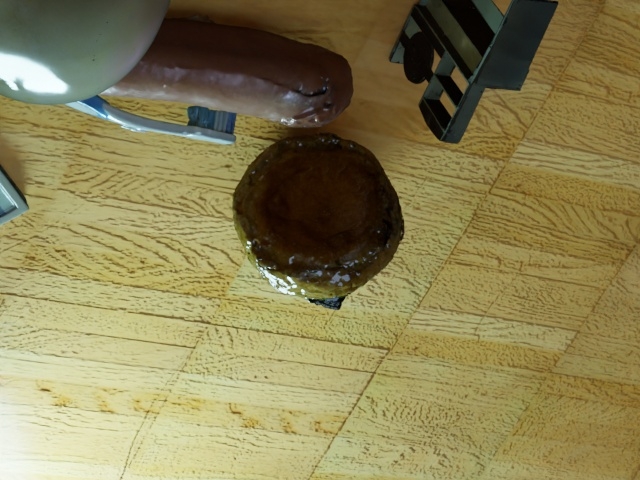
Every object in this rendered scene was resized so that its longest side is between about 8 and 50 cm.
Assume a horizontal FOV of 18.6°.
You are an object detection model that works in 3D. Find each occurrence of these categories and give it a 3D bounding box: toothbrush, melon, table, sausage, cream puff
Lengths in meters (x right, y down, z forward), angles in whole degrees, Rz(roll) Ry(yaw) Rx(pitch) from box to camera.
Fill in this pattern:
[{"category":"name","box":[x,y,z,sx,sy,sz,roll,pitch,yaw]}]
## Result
[{"category":"toothbrush","box":[-0.247,-0.139,1.895,0.386,0.040,0.040,9,124,-32]},{"category":"melon","box":[-0.228,-0.242,1.615,0.223,0.223,0.317,-19,152,-10]},{"category":"table","box":[0.150,-0.206,1.954,0.062,0.146,0.175,4,127,-29]},{"category":"sausage","box":[-0.150,-0.170,1.877,0.419,0.094,0.094,6,116,-28]},{"category":"cream puff","box":[0.000,0.000,2.060,0.183,0.183,0.169,-21,155,-8]}]

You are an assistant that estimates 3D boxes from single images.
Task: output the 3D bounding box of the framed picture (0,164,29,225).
[{"category":"framed picture","box":[-0.395,-0.061,1.909,0.150,0.015,0.203,-29,135,1]}]
